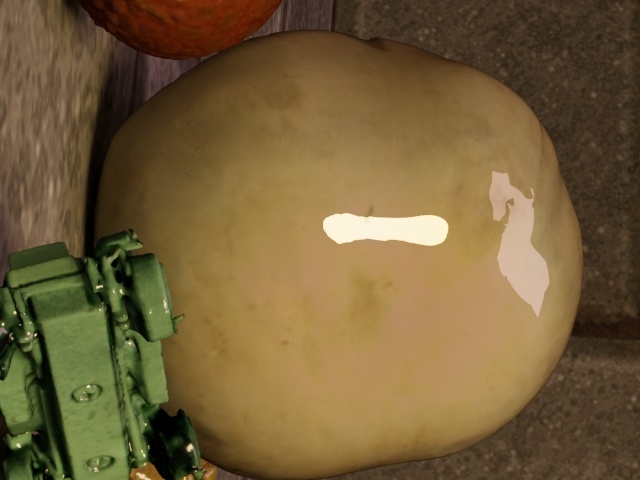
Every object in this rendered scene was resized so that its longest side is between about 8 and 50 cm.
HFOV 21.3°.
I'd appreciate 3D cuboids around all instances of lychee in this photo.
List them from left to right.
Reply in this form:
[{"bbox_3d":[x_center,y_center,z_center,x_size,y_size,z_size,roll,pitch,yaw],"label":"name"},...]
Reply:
[{"bbox_3d":[-0.055,-0.138,0.759,0.140,0.101,0.114,-21,121,-46],"label":"lychee"}]

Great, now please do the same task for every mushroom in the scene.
[{"bbox_3d":[0.000,0.000,0.902,0.260,0.254,0.234,47,3,-26],"label":"mushroom"}]

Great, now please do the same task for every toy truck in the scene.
[{"bbox_3d":[-0.095,0.041,0.651,0.154,0.080,0.078,88,-15,-55],"label":"toy truck"}]

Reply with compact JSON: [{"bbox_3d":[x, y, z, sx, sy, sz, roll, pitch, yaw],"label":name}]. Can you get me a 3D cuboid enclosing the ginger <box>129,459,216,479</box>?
[{"bbox_3d":[-0.084,0.155,1.064,0.193,0.053,0.176,78,21,-73],"label":"ginger"}]
